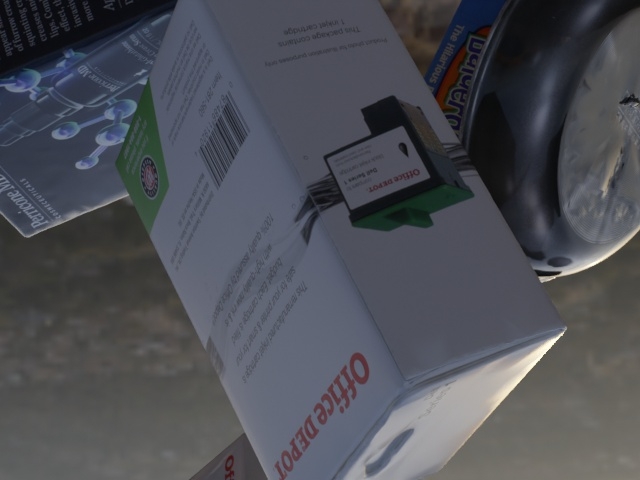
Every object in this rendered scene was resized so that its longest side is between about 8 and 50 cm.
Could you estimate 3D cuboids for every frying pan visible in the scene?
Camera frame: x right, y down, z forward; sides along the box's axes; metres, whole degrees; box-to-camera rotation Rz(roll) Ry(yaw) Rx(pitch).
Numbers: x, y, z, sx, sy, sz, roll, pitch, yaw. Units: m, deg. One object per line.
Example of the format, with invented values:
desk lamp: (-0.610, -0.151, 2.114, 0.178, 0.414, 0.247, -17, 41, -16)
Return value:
frying pan: (0.182, -0.106, 0.936, 0.053, 0.326, 0.197, 23, 145, 37)

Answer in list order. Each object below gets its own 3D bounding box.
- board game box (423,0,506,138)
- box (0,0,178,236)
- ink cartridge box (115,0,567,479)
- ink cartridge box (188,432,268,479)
board game box: (0.104, -0.056, 0.983, 0.047, 0.160, 0.210, 26, -178, 21)
box: (-0.191, -0.214, 1.694, 0.395, 0.212, 0.293, -23, 155, 5)
ink cartridge box: (0.000, 0.000, 0.814, 0.093, 0.219, 0.160, -16, 157, -29)
ink cartridge box: (-0.083, 0.273, 1.422, 0.086, 0.148, 0.203, 23, 131, -28)
